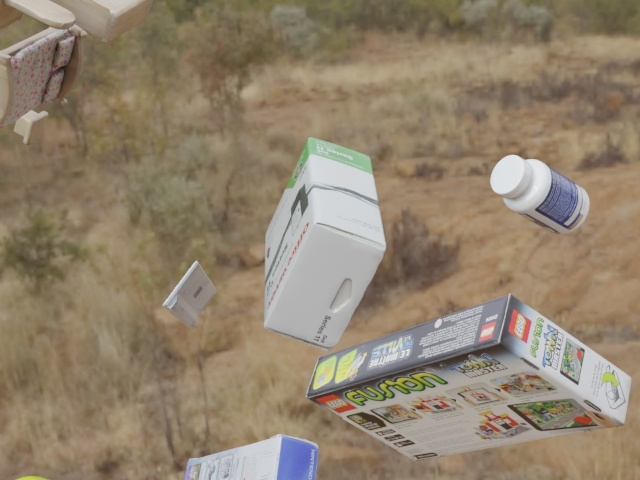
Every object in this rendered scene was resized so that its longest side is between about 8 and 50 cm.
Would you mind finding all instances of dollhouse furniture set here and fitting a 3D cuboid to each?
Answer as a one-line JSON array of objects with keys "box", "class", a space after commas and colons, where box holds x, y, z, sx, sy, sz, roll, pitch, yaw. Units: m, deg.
[{"box": [-0.392, -0.218, 1.458, 0.174, 0.355, 0.303, 28, 32, 4], "class": "dollhouse furniture set"}]

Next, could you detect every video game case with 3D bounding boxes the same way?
[{"box": [-0.102, 0.382, 1.203, 0.061, 0.269, 0.244, 21, -27, -28], "class": "video game case"}]

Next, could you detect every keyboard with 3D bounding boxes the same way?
[{"box": [-0.179, 0.079, 1.425, 0.014, 0.072, 0.256, 30, -10, 5], "class": "keyboard"}]

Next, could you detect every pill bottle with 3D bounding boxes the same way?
[{"box": [0.259, -0.056, 1.211, 0.120, 0.067, 0.067, 25, 2, -36], "class": "pill bottle"}]

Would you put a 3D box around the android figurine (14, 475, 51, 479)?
[{"box": [-0.107, 0.241, 0.574, 0.056, 0.248, 0.273, -29, 15, -32], "class": "android figurine"}]

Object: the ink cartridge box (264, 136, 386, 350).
[{"box": [0.000, 0.000, 1.162, 0.087, 0.153, 0.208, 19, 28, -14], "class": "ink cartridge box"}]

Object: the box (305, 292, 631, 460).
[{"box": [0.094, 0.102, 0.703, 0.207, 0.114, 0.036, -25, 37, 51], "class": "box"}]
